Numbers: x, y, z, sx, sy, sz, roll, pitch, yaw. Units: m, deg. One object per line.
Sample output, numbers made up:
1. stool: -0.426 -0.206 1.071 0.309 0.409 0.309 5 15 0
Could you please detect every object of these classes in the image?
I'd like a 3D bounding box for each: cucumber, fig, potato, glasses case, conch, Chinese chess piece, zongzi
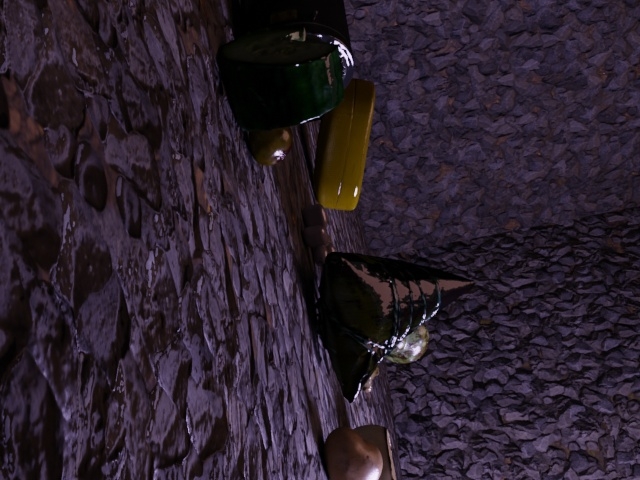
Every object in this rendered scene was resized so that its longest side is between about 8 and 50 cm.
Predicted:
1. cucumber: -0.064 -0.261 1.203 0.191 0.191 0.130 -91 166 -57
2. fig: -0.094 -0.179 1.282 0.098 0.082 0.084 50 1 1
3. potato: 0.061 0.420 1.430 0.112 0.112 0.147 -90 160 -59
4. glasses case: 0.060 -0.271 2.114 0.173 0.141 0.371 -115 -147 -81
5. conch: 0.183 0.219 1.871 0.187 0.124 0.181 57 -10 11
6. Chinese chess piece: 0.130 0.563 1.786 0.250 0.103 0.250 -11 90 -84
7. zongzi: 0.169 0.134 1.701 0.383 0.362 0.319 -54 139 -72

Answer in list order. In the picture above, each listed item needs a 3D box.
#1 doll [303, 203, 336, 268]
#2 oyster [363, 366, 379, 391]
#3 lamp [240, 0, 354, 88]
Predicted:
1. doll: 0.000 0.000 1.807 0.161 0.059 0.160 -92 169 -58
2. oyster: 0.085 0.224 1.981 0.221 0.096 0.361 48 30 -70
3. lamp: -0.045 -0.396 1.430 0.272 0.205 0.374 -100 -175 -49
